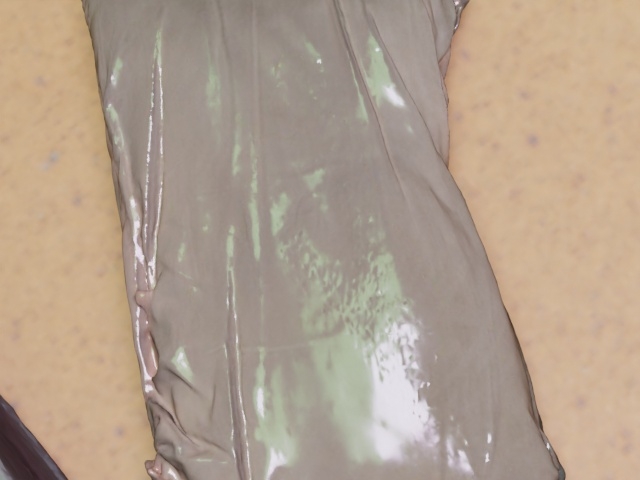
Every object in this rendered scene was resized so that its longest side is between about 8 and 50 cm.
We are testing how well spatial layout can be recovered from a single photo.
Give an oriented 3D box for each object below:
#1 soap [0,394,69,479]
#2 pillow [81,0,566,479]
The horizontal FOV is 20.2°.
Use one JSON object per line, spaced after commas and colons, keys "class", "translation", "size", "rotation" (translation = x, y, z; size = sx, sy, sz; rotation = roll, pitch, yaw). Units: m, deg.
{"class": "soap", "translation": [-0.233, 0.168, 0.716], "size": [0.296, 0.107, 0.285], "rotation": [-39, 71, -4]}
{"class": "pillow", "translation": [0.000, 0.000, 0.746], "size": [0.173, 0.067, 0.270], "rotation": [-9, 74, 1]}
